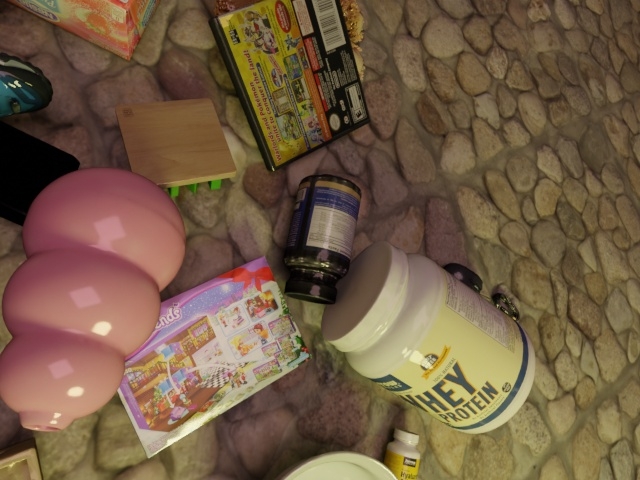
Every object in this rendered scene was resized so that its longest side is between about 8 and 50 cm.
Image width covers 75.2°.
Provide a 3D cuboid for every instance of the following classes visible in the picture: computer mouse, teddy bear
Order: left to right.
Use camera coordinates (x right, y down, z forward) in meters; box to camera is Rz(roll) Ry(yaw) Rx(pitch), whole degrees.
[{"bbox_3d":[-0.050,-0.419,0.836,0.337,0.113,0.246,-19,106,-26],"label":"teddy bear"},{"bbox_3d":[0.374,0.123,0.947,0.241,0.041,0.071,29,69,-17],"label":"computer mouse"}]

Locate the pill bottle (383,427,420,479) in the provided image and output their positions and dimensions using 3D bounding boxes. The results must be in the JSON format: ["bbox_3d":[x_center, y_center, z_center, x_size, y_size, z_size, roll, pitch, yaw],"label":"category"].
[{"bbox_3d":[0.152,0.421,0.782,0.065,0.065,0.117,20,72,-19],"label":"pill bottle"}]

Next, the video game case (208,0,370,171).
[{"bbox_3d":[-0.040,-0.307,0.780,0.248,0.035,0.275,-32,120,-21],"label":"video game case"}]

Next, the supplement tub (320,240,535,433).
[{"bbox_3d":[0.187,0.170,0.751,0.324,0.235,0.236,34,69,-14],"label":"supplement tub"}]

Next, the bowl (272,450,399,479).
[{"bbox_3d":[-0.004,0.480,0.665,0.297,0.134,0.299,4,79,-23],"label":"bowl"}]

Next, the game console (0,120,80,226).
[{"bbox_3d":[-0.503,-0.029,0.531,0.213,0.044,0.362,26,51,-14],"label":"game console"}]

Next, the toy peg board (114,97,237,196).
[{"bbox_3d":[-0.250,-0.152,0.720,0.161,0.079,0.161,-14,70,-26],"label":"toy peg board"}]

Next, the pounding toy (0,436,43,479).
[{"bbox_3d":[-0.442,0.332,0.535,0.141,0.100,0.130,-12,86,-35],"label":"pounding toy"}]

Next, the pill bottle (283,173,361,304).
[{"bbox_3d":[0.000,0.000,0.763,0.122,0.122,0.220,17,74,-20],"label":"pill bottle"}]

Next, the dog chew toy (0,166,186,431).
[{"bbox_3d":[-0.299,0.066,0.542,0.206,0.207,0.332,16,53,-20],"label":"dog chew toy"}]

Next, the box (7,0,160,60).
[{"bbox_3d":[-0.421,-0.447,0.652,0.299,0.142,0.154,22,72,-18],"label":"box"}]

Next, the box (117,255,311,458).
[{"bbox_3d":[-0.184,0.175,0.686,0.293,0.057,0.201,-25,91,-25],"label":"box"}]

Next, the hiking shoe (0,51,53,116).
[{"bbox_3d":[-0.503,-0.152,0.527,0.303,0.113,0.132,-20,78,-29],"label":"hiking shoe"}]
